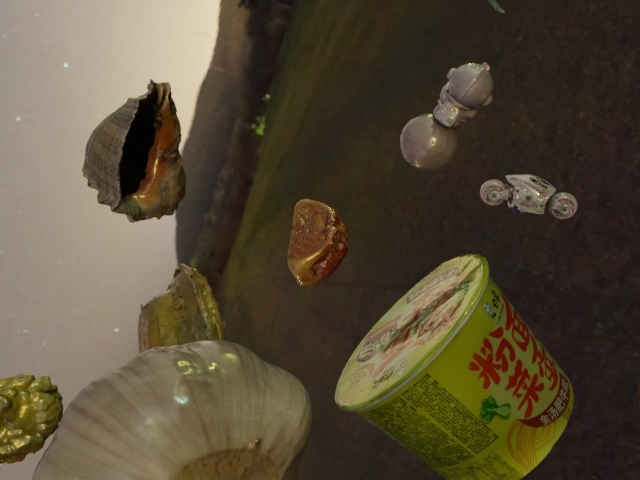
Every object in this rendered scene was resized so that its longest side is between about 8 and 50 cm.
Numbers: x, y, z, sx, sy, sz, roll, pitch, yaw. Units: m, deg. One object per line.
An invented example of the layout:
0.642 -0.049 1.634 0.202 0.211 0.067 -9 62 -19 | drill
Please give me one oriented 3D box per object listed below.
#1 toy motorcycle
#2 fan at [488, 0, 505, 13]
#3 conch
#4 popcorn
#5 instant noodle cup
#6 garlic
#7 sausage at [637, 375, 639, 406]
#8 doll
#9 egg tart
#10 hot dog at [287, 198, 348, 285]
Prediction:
0.557 -0.123 1.571 0.112 0.254 0.112 11 -90 -81 | toy motorcycle
0.198 -0.403 0.856 0.009 0.240 0.131 -41 31 28 | fan
-0.440 -0.191 1.347 0.297 0.210 0.352 -68 -18 -65 | conch
-0.569 0.304 1.058 0.168 0.195 0.173 -37 23 12 | popcorn
0.202 0.199 0.864 0.311 0.221 0.311 -45 6 5 | instant noodle cup
-0.162 0.265 0.694 0.259 0.317 0.317 6 78 44 | garlic
0.728 0.350 1.173 0.254 0.148 0.148 -91 21 -58 | sausage
0.308 -0.302 1.414 0.287 0.151 0.151 -56 20 32 | doll
-0.367 0.279 1.511 0.443 0.178 0.443 176 90 -65 | egg tart
0.000 0.000 1.669 0.150 0.153 0.257 69 -158 -50 | hot dog
